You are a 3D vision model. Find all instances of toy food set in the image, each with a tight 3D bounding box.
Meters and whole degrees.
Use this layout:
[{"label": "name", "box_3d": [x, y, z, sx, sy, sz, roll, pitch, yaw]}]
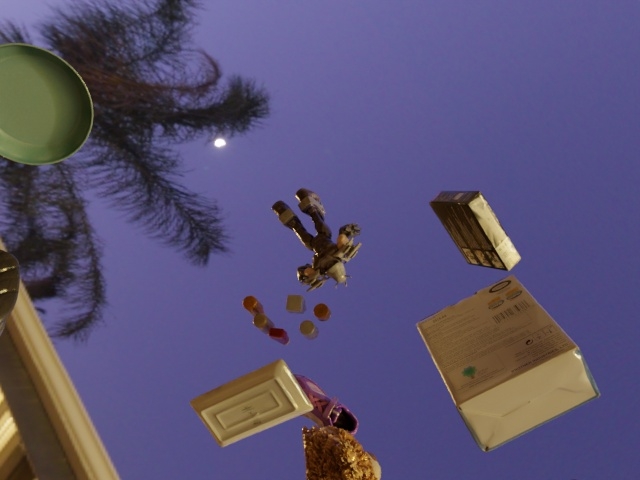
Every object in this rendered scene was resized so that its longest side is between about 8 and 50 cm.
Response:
[{"label": "toy food set", "box_3d": [-0.084, 0.210, 1.648, 0.232, 0.104, 0.111, 1, -112, 13]}]

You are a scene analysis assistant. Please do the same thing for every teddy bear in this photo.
[{"label": "teddy bear", "box_3d": [0.039, 0.437, 0.906, 0.113, 0.245, 0.338, -3, -113, -6]}]

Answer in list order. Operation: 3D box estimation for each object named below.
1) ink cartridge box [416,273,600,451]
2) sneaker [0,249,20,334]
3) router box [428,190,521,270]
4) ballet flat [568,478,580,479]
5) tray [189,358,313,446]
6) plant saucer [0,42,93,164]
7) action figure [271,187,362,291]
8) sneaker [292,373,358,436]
[{"label": "ink cartridge box", "box_3d": [0.389, 0.241, 1.417, 0.269, 0.151, 0.395, -27, -156, 5]}, {"label": "sneaker", "box_3d": [-0.373, 0.047, 0.439, 0.121, 0.299, 0.111, 120, -26, -47]}, {"label": "router box", "box_3d": [0.320, -0.022, 1.317, 0.046, 0.179, 0.133, -42, -160, -17]}, {"label": "ballet flat", "box_3d": [0.475, 0.556, 1.131, 0.084, 0.058, 0.250, -14, -103, 34]}, {"label": "tray", "box_3d": [-0.164, 0.384, 1.453, 0.270, 0.030, 0.145, -27, -77, 19]}, {"label": "plant saucer", "box_3d": [-0.280, -0.132, 0.612, 0.119, 0.119, 0.021, -46, -154, 17]}, {"label": "action figure", "box_3d": [0.000, 0.000, 1.440, 0.185, 0.099, 0.285, -36, -128, 7]}, {"label": "sneaker", "box_3d": [0.001, 0.400, 1.516, 0.236, 0.104, 0.095, 38, -113, -8]}]
